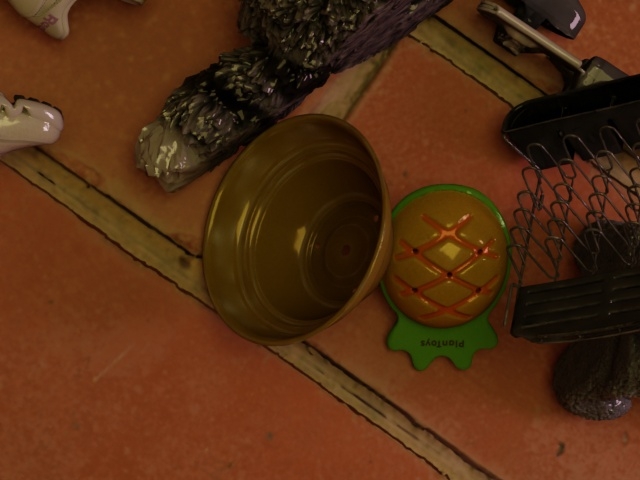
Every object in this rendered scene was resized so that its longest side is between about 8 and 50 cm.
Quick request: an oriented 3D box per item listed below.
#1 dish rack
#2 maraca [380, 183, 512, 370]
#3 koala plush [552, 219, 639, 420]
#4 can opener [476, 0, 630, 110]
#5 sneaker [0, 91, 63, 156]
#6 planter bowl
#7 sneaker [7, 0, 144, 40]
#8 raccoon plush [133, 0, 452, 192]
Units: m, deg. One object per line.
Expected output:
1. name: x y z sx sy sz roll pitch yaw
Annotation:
1. dish rack: 0.259 -0.029 1.707 0.074 0.208 0.271 53 37 -37
2. maraca: 0.116 0.036 1.773 0.127 0.099 0.185 0 109 1
3. koala plush: 0.365 0.088 1.773 0.221 0.203 0.196 14 82 -20
4. can opener: 0.278 -0.169 1.826 0.283 0.076 0.095 31 89 -6
5. sneaker: -0.373 -0.071 1.698 0.292 0.110 0.118 -8 93 -3
6. planter bowl: 0.000 0.000 1.733 0.090 0.217 0.217 22 78 -48
7. sneaker: -0.175 -0.312 1.762 0.305 0.114 0.152 -40 104 -6
8. raccoon plush: -0.054 -0.295 1.731 0.446 0.216 0.299 -36 83 -11
